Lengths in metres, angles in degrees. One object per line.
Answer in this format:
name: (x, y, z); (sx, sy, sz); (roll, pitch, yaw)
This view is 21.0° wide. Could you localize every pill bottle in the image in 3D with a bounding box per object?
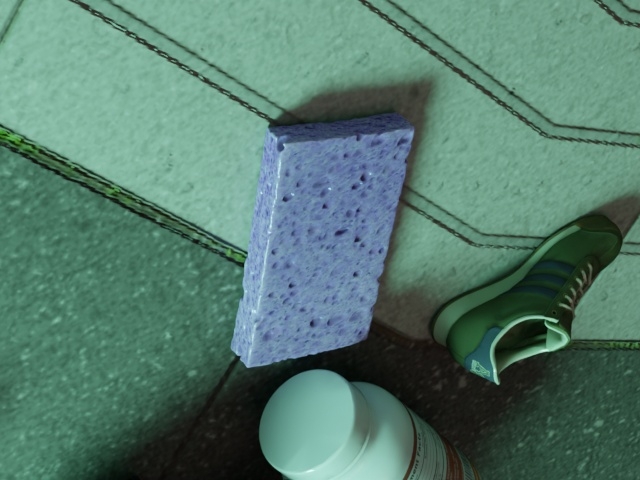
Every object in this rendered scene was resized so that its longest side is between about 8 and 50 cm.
pill bottle: (0.042, 0.193, 1.458); (0.121, 0.121, 0.216); (-44, 137, 3)

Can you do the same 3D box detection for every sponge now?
sponge: (0.000, 0.000, 1.334); (0.117, 0.031, 0.210); (-11, 129, -29)

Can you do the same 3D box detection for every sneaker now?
sneaker: (0.196, 0.058, 1.483); (0.192, 0.086, 0.064); (-31, 137, -12)

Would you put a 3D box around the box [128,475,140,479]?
box: (-0.143, 0.345, 1.373); (0.163, 0.142, 0.247); (-31, 109, -10)
